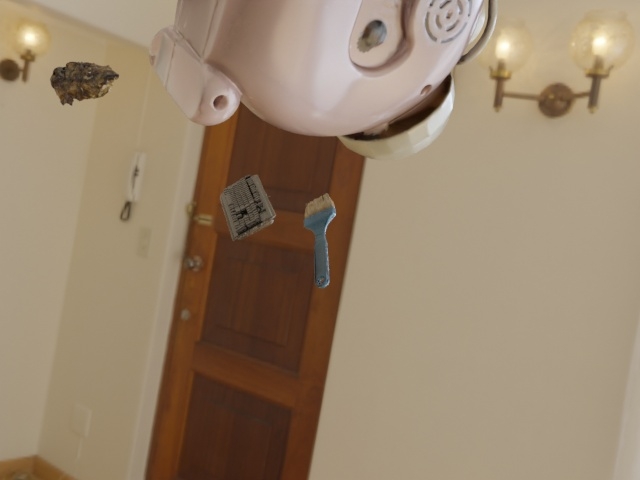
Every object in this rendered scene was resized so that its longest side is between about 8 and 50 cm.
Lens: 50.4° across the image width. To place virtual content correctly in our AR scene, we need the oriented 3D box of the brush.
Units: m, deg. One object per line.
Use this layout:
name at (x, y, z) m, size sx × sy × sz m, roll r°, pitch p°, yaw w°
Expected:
brush at (0.000, 0.000, 0.945) m, size 0.051 × 0.164 × 0.014 m, roll -26°, pitch -47°, yaw 25°

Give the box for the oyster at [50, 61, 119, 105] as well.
oyster at (-0.397, -0.275, 1.144) m, size 0.132 × 0.086 × 0.029 m, roll -23°, pitch -15°, yaw 15°

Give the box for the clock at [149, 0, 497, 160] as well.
clock at (0.031, -0.248, 0.666) m, size 0.326 × 0.342 × 0.184 m, roll 0°, pitch 37°, yaw -36°

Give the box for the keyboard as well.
keyboard at (-0.137, -0.066, 1.264) m, size 0.093 × 0.025 × 0.230 m, roll -29°, pitch 27°, yaw -1°
